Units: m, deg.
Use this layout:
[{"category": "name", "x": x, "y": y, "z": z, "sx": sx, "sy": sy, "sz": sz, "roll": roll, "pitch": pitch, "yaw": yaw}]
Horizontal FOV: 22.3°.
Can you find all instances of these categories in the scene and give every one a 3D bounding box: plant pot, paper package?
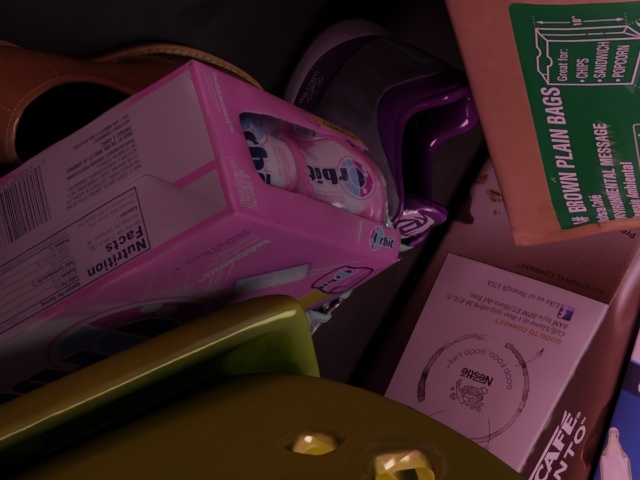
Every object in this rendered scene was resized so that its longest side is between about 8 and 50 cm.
[{"category": "plant pot", "x": -0.046, "y": 0.166, "z": 0.552, "sx": 0.228, "sy": 0.207, "sz": 0.227, "roll": -24, "pitch": 131, "yaw": -19}, {"category": "paper package", "x": 0.151, "y": -0.205, "z": 0.720, "sx": 0.325, "sy": 0.168, "sz": 0.309, "roll": 67, "pitch": 30, "yaw": -47}]

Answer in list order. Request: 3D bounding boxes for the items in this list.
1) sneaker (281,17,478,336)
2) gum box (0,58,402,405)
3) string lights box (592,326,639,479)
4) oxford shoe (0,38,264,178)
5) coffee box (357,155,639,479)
[{"category": "sneaker", "x": 0.000, "y": 0.000, "z": 0.779, "sx": 0.083, "sy": 0.098, "sz": 0.224, "roll": 34, "pitch": 80, "yaw": -55}, {"category": "gum box", "x": -0.072, "y": 0.008, "z": 0.619, "sx": 0.107, "sy": 0.188, "sz": 0.062, "roll": 17, "pitch": 51, "yaw": -55}, {"category": "string lights box", "x": 0.226, "y": 0.165, "z": 0.938, "sx": 0.077, "sy": 0.133, "sz": 0.260, "roll": -15, "pitch": 123, "yaw": -55}, {"category": "oxford shoe", "x": -0.076, "y": -0.042, "z": 0.675, "sx": 0.212, "sy": 0.076, "sz": 0.076, "roll": -4, "pitch": 110, "yaw": -55}, {"category": "coffee box", "x": 0.137, "y": 0.061, "z": 0.980, "sx": 0.297, "sy": 0.119, "sz": 0.168, "roll": -60, "pitch": 148, "yaw": -10}]
